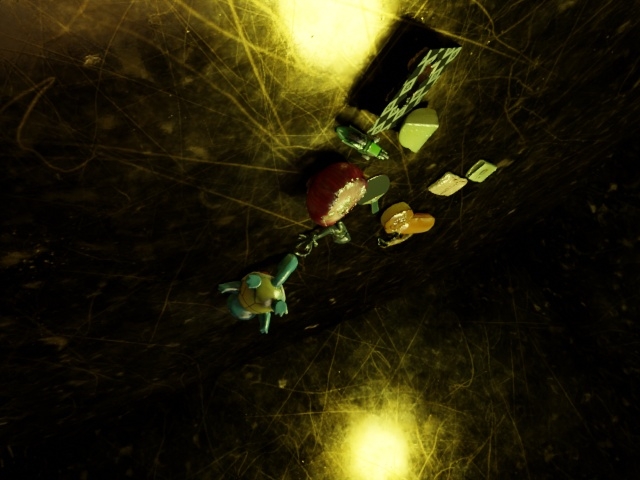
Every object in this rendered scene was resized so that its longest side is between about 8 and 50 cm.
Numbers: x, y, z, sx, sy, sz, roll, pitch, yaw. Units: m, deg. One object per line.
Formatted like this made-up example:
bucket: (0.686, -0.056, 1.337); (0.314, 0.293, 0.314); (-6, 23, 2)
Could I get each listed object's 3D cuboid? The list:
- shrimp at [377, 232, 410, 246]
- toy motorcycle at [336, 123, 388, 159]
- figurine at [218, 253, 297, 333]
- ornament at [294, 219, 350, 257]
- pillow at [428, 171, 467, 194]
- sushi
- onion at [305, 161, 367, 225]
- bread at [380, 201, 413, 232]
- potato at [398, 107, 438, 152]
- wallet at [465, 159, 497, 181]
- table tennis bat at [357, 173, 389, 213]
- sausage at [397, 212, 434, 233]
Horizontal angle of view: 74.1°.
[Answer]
shrimp: (0.374, -0.015, 2.187); (0.178, 0.075, 0.289); (-36, 169, 25)
toy motorcycle: (0.134, -0.295, 1.292); (0.190, 0.106, 0.074); (14, 111, -51)
figurine: (-0.269, 0.223, 1.831); (0.298, 0.243, 0.416); (41, 114, -19)
ornament: (0.000, 0.000, 1.794); (0.236, 0.080, 0.202); (-31, 154, 2)
pillow: (0.586, -0.252, 1.943); (0.126, 0.043, 0.232); (-36, 158, 32)
sushi: (0.243, -0.429, 1.191); (0.264, 0.050, 0.290); (-33, 167, -47)
onion: (0.049, -0.160, 1.408); (0.248, 0.161, 0.248); (-27, 167, -7)
bread: (0.338, -0.105, 1.919); (0.156, 0.086, 0.125); (-41, 148, 23)
potato: (0.291, -0.363, 1.374); (0.120, 0.081, 0.149); (2, 156, -17)
wallet: (0.742, -0.322, 1.963); (0.155, 0.039, 0.110); (1, 141, -49)
table tennis bat: (0.212, -0.181, 1.713); (0.154, 0.021, 0.274); (-26, 155, -1)
sausage: (0.456, -0.084, 2.076); (0.274, 0.105, 0.105); (-4, 148, -42)
